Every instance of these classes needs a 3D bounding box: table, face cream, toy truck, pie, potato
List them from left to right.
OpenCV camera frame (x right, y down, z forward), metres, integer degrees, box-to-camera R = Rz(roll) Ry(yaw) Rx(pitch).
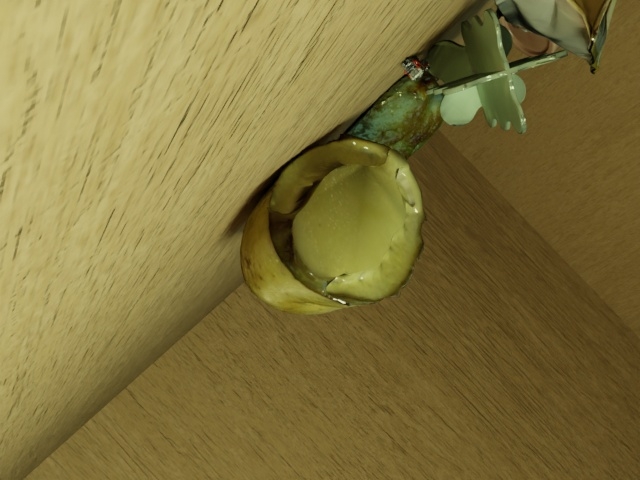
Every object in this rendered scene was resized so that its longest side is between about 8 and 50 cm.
[{"bbox_3d":[0.000,0.000,0.902,0.242,0.243,0.285,-44,-166,47],"label":"potato"},{"bbox_3d":[0.117,-0.192,1.138,0.274,0.105,0.257,-46,164,17],"label":"pie"},{"bbox_3d":[0.134,-0.244,0.921,0.024,0.032,0.083,-40,-176,27],"label":"toy truck"},{"bbox_3d":[0.238,-0.232,0.914,0.166,0.166,0.198,-44,-171,10],"label":"table"},{"bbox_3d":[0.457,-0.464,1.346,0.104,0.149,0.149,-43,180,-7],"label":"face cream"}]

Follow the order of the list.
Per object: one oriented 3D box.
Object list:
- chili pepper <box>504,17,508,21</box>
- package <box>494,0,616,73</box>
[{"bbox_3d":[0.413,-0.448,1.157,0.099,0.083,0.253,-36,-166,-10],"label":"chili pepper"},{"bbox_3d":[0.310,-0.353,0.857,0.311,0.165,0.221,-23,126,-67],"label":"package"}]
